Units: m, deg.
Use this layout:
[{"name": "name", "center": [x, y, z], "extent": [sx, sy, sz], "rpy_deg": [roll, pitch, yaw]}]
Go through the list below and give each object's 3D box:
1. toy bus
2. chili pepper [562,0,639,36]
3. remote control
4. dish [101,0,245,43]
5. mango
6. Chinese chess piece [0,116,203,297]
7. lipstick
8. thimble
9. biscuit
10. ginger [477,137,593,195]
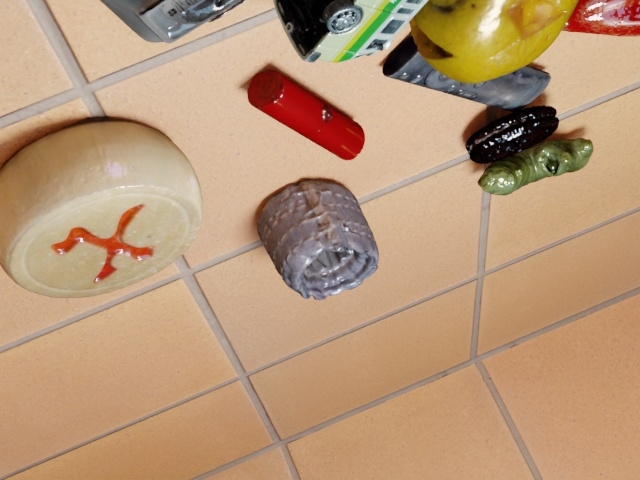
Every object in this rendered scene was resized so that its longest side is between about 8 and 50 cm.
[{"name": "toy bus", "center": [0.078, -0.367, 1.439], "extent": [0.164, 0.134, 0.276], "rpy_deg": [3, 143, -43]}, {"name": "chili pepper", "center": [0.503, -0.405, 1.775], "extent": [0.252, 0.136, 0.144], "rpy_deg": [-10, 178, -12]}, {"name": "remote control", "center": [0.264, -0.290, 1.851], "extent": [0.377, 0.044, 0.107], "rpy_deg": [6, 138, -47]}, {"name": "dish", "center": [-0.161, -0.336, 1.358], "extent": [0.243, 0.080, 0.182], "rpy_deg": [-29, 154, 11]}, {"name": "mango", "center": [0.266, -0.391, 1.530], "extent": [0.252, 0.182, 0.365], "rpy_deg": [-6, 138, -29]}, {"name": "Chinese chess piece", "center": [-0.354, -0.045, 1.673], "extent": [0.338, 0.141, 0.338], "rpy_deg": [-20, 154, -10]}, {"name": "lipstick", "center": [-0.015, -0.203, 1.745], "extent": [0.073, 0.073, 0.279], "rpy_deg": [-34, 153, 20]}, {"name": "thimble", "center": [0.000, 0.000, 2.030], "extent": [0.205, 0.172, 0.236], "rpy_deg": [-25, 153, -5]}, {"name": "biscuit", "center": [0.372, -0.205, 2.056], "extent": [0.194, 0.053, 0.194], "rpy_deg": [-20, 170, -4]}, {"name": "ginger", "center": [0.443, -0.156, 2.186], "extent": [0.289, 0.089, 0.137], "rpy_deg": [-14, -163, -20]}]
